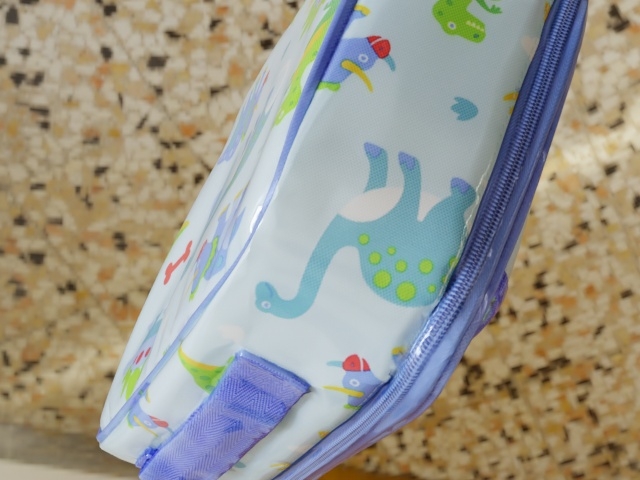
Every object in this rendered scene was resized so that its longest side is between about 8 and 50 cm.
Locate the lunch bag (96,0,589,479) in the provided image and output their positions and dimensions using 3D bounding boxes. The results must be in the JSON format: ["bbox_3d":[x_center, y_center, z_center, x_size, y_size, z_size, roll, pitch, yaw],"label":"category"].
[{"bbox_3d":[0.000,0.000,0.461,0.090,0.176,0.219,28,148,-7],"label":"lunch bag"}]
